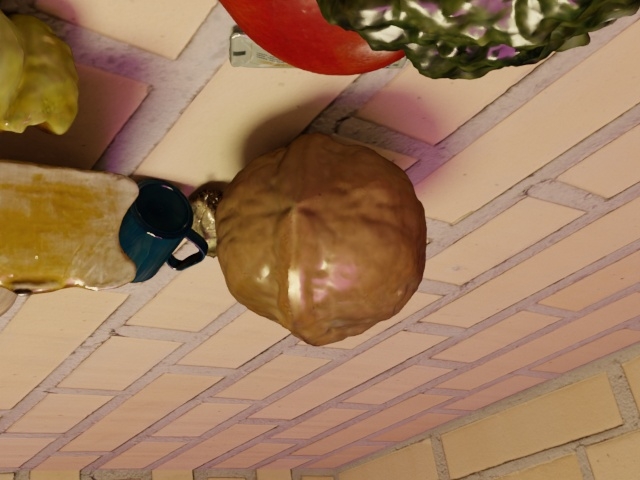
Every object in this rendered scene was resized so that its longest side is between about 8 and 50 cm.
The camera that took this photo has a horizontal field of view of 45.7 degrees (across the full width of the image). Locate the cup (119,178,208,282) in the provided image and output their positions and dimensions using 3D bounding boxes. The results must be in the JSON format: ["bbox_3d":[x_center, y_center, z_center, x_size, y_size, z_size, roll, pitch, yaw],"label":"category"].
[{"bbox_3d":[-0.258,-0.014,1.182,0.150,0.113,0.138,4,148,-37],"label":"cup"}]

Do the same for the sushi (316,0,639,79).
[{"bbox_3d":[0.108,-0.268,0.460,0.294,0.352,0.178,42,149,-12],"label":"sushi"}]

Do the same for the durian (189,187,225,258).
[{"bbox_3d":[-0.167,-0.040,1.203,0.071,0.110,0.140,-36,160,-32],"label":"durian"}]

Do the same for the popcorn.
[{"bbox_3d":[-0.412,-0.178,0.769,0.225,0.173,0.286,-8,167,30],"label":"popcorn"}]

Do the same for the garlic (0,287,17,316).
[{"bbox_3d":[-0.587,0.073,1.193,0.228,0.152,0.228,-8,158,-3],"label":"garlic"}]

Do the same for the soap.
[{"bbox_3d":[-0.392,-0.018,0.938,0.293,0.156,0.335,5,-179,-21],"label":"soap"}]

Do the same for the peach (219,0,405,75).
[{"bbox_3d":[0.005,-0.261,0.703,0.258,0.201,0.361,-9,153,-3],"label":"peach"}]

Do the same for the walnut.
[{"bbox_3d":[0.001,-0.004,1.091,0.306,0.306,0.344,-13,167,6],"label":"walnut"}]

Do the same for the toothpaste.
[{"bbox_3d":[0.016,-0.233,0.936,0.255,0.037,0.067,-2,157,-8],"label":"toothpaste"}]
